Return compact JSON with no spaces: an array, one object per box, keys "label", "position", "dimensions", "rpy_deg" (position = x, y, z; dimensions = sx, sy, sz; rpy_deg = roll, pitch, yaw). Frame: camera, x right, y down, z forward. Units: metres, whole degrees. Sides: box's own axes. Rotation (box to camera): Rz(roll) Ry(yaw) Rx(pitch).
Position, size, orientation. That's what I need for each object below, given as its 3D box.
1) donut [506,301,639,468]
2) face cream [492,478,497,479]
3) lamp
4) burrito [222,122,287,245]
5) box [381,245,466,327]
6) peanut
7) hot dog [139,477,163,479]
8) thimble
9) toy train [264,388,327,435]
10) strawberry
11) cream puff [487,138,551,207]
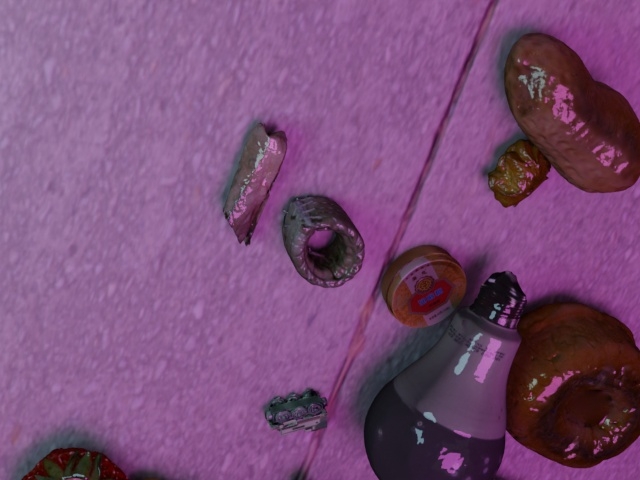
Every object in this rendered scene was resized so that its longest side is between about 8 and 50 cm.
[{"label":"donut","position":[0.341,0.196,1.662],"dimensions":[0.261,0.128,0.208],"rpy_deg":[23,110,-36]},{"label":"face cream","position":[0.202,0.361,1.761],"dimensions":[0.243,0.058,0.092],"rpy_deg":[22,117,-28]},{"label":"lamp","position":[0.178,0.202,1.538],"dimensions":[0.182,0.182,0.314],"rpy_deg":[13,126,-31]},{"label":"burrito","position":[-0.076,-0.059,1.349],"dimensions":[0.055,0.041,0.149],"rpy_deg":[0,123,-41]},{"label":"box","position":[0.128,0.057,1.526],"dimensions":[0.105,0.037,0.106],"rpy_deg":[-12,126,-17]},{"label":"peanut","position":[0.291,-0.148,1.419],"dimensions":[0.120,0.110,0.236],"rpy_deg":[-47,118,-3]},{"label":"hot dog","position":[-0.197,0.428,1.563],"dimensions":[0.153,0.150,0.257],"rpy_deg":[12,116,-21]},{"label":"thimble","position":[0.000,0.000,1.411],"dimensions":[0.084,0.062,0.110],"rpy_deg":[-38,129,5]},{"label":"toy train","position":[-0.031,0.223,1.569],"dimensions":[0.083,0.033,0.053],"rpy_deg":[-13,130,-16]},{"label":"strawberry","position":[-0.294,0.312,1.479],"dimensions":[0.146,0.082,0.187],"rpy_deg":[17,131,-10]},{"label":"cream puff","position":[0.240,-0.078,1.471],"dimensions":[0.083,0.058,0.083],"rpy_deg":[-30,131,-5]}]
